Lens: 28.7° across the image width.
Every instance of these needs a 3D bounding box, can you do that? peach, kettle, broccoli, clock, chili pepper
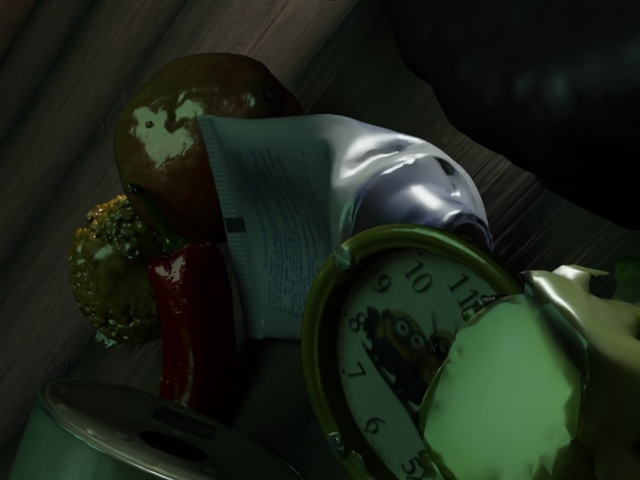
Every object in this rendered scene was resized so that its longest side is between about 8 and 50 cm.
[{"bbox_3d":[-0.114,-0.110,1.356,0.232,0.232,0.233,-43,34,39],"label":"peach"},{"bbox_3d":[-0.197,0.336,1.148,0.361,0.250,0.377,-130,62,-84],"label":"kettle"},{"bbox_3d":[0.184,0.124,0.591,0.324,0.272,0.334,48,111,19],"label":"broccoli"},{"bbox_3d":[0.086,0.096,0.879,0.237,0.057,0.237,15,113,40],"label":"clock"},{"bbox_3d":[-0.156,0.132,1.296,0.092,0.137,0.369,-103,21,-83],"label":"chili pepper"}]

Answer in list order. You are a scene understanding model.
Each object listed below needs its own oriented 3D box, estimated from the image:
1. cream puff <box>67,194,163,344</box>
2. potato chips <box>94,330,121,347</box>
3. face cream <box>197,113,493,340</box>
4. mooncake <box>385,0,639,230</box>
[{"bbox_3d":[-0.225,0.031,1.491,0.189,0.129,0.189,3,96,35],"label":"cream puff"},{"bbox_3d":[-0.226,0.020,1.627,0.167,0.059,0.228,-42,34,49],"label":"potato chips"},{"bbox_3d":[0.000,0.000,1.093,0.420,0.137,0.235,6,113,60],"label":"face cream"},{"bbox_3d":[0.221,-0.189,0.769,0.381,0.212,0.351,-12,61,53],"label":"mooncake"}]
